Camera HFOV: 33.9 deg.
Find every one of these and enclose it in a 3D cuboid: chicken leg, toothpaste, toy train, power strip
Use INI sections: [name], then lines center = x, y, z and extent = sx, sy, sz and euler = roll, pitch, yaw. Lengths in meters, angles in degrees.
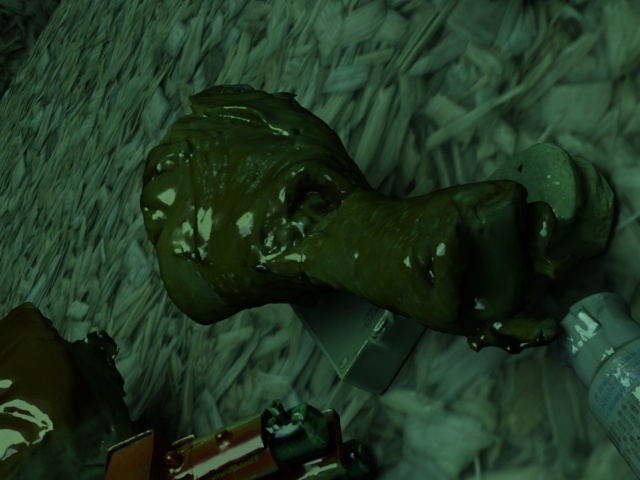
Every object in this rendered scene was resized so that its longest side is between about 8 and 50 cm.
[chicken leg]
center = 0.002, -0.013, 0.718
extent = 0.201, 0.152, 0.429
euler = -42, 28, -19
[toothpaste]
center = 0.189, 0.110, 0.492
extent = 0.089, 0.057, 0.234
euler = -55, 35, 17
[toy train]
center = -0.057, 0.169, 0.750
extent = 0.176, 0.118, 0.074
euler = -25, 39, 16
[power strip]
center = 0.000, 0.000, 0.908
extent = 0.106, 0.043, 0.367
euler = -58, 29, 10

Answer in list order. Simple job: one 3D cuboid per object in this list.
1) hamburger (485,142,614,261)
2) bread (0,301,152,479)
[hamburger]
center = 0.135, -0.020, 0.688
extent = 0.121, 0.054, 0.084
euler = -39, 37, 50
[bread]
center = -0.281, 0.218, 1.009
extent = 0.279, 0.225, 0.250
euler = -55, 30, 8
